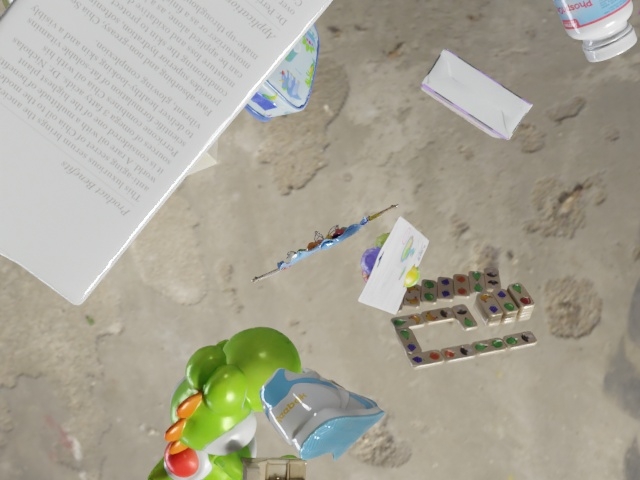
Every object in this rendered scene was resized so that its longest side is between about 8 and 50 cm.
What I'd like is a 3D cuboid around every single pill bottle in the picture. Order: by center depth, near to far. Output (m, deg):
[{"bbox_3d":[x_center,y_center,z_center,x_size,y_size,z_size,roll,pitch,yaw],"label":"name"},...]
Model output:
[{"bbox_3d":[0.336,-0.310,1.194,0.087,0.087,0.160,-18,111,31],"label":"pill bottle"}]

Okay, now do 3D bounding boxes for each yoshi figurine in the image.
[{"bbox_3d":[-0.107,0.241,1.287,0.204,0.203,0.362,14,142,2],"label":"yoshi figurine"}]

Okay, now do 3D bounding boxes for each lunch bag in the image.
[{"bbox_3d":[-0.097,-0.283,1.349,0.090,0.219,0.176,-11,59,34],"label":"lunch bag"}]

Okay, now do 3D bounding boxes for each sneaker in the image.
[{"bbox_3d":[0.005,0.192,1.086,0.087,0.229,0.092,-45,68,2],"label":"sneaker"}]

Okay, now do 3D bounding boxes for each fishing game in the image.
[{"bbox_3d":[0.000,0.000,1.677,0.264,0.189,0.041,-29,88,30],"label":"fishing game"}]

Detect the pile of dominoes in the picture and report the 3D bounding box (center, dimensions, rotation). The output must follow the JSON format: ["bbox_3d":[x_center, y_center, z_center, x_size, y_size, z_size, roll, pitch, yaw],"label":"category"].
[{"bbox_3d":[0.242,0.119,1.661,0.196,0.251,0.040,-116,23,-44],"label":"pile of dominoes"}]

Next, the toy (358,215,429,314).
[{"bbox_3d":[0.102,0.036,1.482,0.056,0.237,0.136,25,89,22],"label":"toy"}]

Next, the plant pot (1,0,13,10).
[{"bbox_3d":[-0.283,-0.326,1.161,0.275,0.275,0.293,-16,77,31],"label":"plant pot"}]

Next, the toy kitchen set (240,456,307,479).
[{"bbox_3d":[-0.056,0.311,1.190,0.083,0.075,0.068,2,87,-10],"label":"toy kitchen set"}]

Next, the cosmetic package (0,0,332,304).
[{"bbox_3d":[-0.188,-0.188,0.965,0.230,0.161,0.453,40,97,-14],"label":"cosmetic package"}]

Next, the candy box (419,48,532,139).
[{"bbox_3d":[0.250,-0.238,1.573,0.165,0.196,0.070,33,99,1],"label":"candy box"}]

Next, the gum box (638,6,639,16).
[{"bbox_3d":[0.535,-0.422,1.437,0.062,0.107,0.188,10,113,10],"label":"gum box"}]

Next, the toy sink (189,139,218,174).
[{"bbox_3d":[-0.332,-0.262,2.015,0.131,0.234,0.152,-19,52,21],"label":"toy sink"}]
